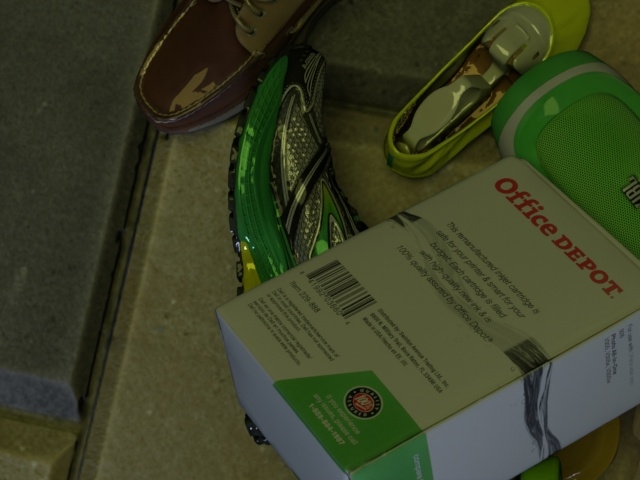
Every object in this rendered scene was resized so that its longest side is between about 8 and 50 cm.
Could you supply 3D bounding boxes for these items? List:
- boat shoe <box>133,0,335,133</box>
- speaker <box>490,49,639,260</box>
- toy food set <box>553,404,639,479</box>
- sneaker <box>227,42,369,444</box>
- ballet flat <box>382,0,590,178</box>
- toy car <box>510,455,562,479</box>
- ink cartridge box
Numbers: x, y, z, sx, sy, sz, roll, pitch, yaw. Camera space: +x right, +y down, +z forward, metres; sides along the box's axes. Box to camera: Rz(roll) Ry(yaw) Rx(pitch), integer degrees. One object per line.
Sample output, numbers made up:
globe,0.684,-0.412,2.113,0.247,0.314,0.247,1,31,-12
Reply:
boat shoe,-0.050,-0.230,1.764,0.123,0.116,0.324,44,93,15
speaker,0.264,-0.016,1.631,0.131,0.131,0.296,-37,62,5
toy food set,0.189,0.143,1.684,0.218,0.071,0.128,6,109,17
sneaker,0.000,0.000,1.726,0.146,0.134,0.344,-5,89,5
ballet flat,0.143,-0.142,1.727,0.231,0.077,0.077,-43,74,3
toy car,0.128,0.222,1.639,0.155,0.188,0.149,-3,42,12
ink cartridge box,0.097,0.085,1.559,0.289,0.121,0.211,-27,46,-16
